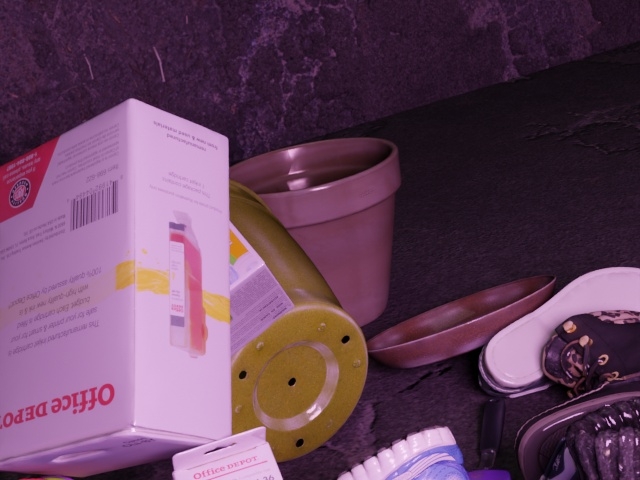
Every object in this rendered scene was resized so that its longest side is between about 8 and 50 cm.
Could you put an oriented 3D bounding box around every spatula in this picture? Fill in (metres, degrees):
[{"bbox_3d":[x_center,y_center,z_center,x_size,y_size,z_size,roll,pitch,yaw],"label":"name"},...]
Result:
[{"bbox_3d":[0.207,0.272,1.584,0.084,0.030,0.296,-10,18,16],"label":"spatula"}]

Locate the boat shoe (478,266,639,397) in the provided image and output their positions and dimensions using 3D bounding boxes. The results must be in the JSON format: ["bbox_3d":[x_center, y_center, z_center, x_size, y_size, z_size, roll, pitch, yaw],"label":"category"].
[{"bbox_3d":[0.356,0.132,1.784,0.319,0.116,0.099,-23,-23,-21],"label":"boat shoe"}]

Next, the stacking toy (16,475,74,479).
[{"bbox_3d":[-0.331,0.352,1.559,0.175,0.166,0.302,-10,3,0],"label":"stacking toy"}]

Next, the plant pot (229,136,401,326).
[{"bbox_3d":[0.000,0.000,2.159,0.323,0.280,0.323,-12,17,4],"label":"plant pot"}]

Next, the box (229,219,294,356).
[{"bbox_3d":[-0.142,0.032,1.612,0.114,0.103,0.203,-38,49,-6],"label":"box"}]

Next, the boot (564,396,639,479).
[{"bbox_3d":[0.250,0.291,1.107,0.348,0.260,0.131,-21,19,-27],"label":"boot"}]

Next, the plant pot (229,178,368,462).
[{"bbox_3d":[-0.123,0.133,1.796,0.366,0.367,0.353,-21,31,-25],"label":"plant pot"}]

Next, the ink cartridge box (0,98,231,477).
[{"bbox_3d":[-0.253,0.070,1.492,0.279,0.385,0.160,-19,-26,38],"label":"ink cartridge box"}]

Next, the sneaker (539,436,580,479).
[{"bbox_3d":[0.241,0.276,1.344,0.235,0.153,0.094,-10,17,8],"label":"sneaker"}]

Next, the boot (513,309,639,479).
[{"bbox_3d":[0.360,0.192,1.550,0.377,0.138,0.284,-14,18,-18],"label":"boot"}]

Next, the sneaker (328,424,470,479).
[{"bbox_3d":[0.022,0.332,1.345,0.330,0.147,0.130,-31,-12,7],"label":"sneaker"}]

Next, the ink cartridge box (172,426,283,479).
[{"bbox_3d":[-0.101,0.299,1.433,0.115,0.198,0.067,-17,53,-13],"label":"ink cartridge box"}]

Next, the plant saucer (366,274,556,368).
[{"bbox_3d":[0.212,0.127,1.890,0.310,0.050,0.310,-21,1,0],"label":"plant saucer"}]
